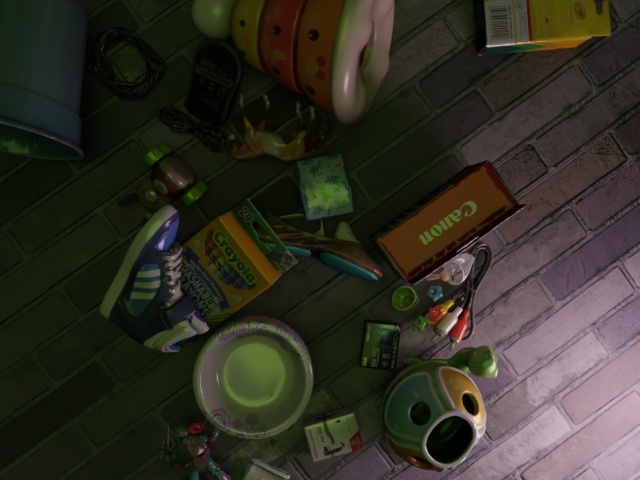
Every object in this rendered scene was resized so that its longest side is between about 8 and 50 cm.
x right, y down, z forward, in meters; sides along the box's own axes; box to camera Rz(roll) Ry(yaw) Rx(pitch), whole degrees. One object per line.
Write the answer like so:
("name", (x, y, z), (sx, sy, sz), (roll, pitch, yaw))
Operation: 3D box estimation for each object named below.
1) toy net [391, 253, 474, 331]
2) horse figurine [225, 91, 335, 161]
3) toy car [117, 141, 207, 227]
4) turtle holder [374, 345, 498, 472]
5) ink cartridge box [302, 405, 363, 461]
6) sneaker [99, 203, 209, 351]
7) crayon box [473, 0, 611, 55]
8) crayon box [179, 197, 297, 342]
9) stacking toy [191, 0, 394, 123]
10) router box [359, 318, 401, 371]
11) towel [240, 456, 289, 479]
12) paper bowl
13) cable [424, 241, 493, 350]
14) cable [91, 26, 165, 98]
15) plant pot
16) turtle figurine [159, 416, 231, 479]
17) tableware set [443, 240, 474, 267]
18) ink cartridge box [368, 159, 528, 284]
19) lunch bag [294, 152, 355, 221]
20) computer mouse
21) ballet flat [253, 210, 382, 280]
("toy net", (0.292, 0.118, 1.393), (0.232, 0.122, 0.045), (-42, 135, 12))
("horse figurine", (-0.102, -0.256, 1.348), (0.263, 0.066, 0.174), (11, 116, 4))
("toy car", (-0.400, -0.118, 1.357), (0.188, 0.149, 0.155), (-40, 103, 10))
("turtle holder", (0.302, 0.412, 1.343), (0.320, 0.227, 0.243), (-25, 98, -3))
("ink cartridge box", (0.031, 0.495, 1.427), (0.135, 0.056, 0.099), (-16, 93, -2))
("sneaker", (-0.332, 0.105, 1.268), (0.236, 0.130, 0.322), (32, 105, -4))
("crayon box", (0.553, -0.588, 1.407), (0.319, 0.081, 0.202), (-5, 92, -2))
("crayon box", (-0.244, 0.074, 1.341), (0.323, 0.083, 0.203), (-37, 93, 17))
("stacking toy", (-0.088, -0.488, 1.314), (0.480, 0.350, 0.350), (15, 91, 15))
("router box", (0.153, 0.269, 1.435), (0.092, 0.038, 0.122), (7, 91, -2))
("towel", (-0.160, 0.651, 1.440), (0.113, 0.023, 0.152), (26, 91, -2))
("paper bowl", (-0.160, 0.325, 1.368), (0.284, 0.148, 0.284), (0, 91, -3))
("cable", (0.378, 0.148, 1.423), (0.139, 0.072, 0.287), (34, 92, -5))
("cable", (-0.489, -0.441, 1.388), (0.184, 0.047, 0.150), (42, 95, -6))
("plant pot", (-0.684, -0.385, 1.253), (0.341, 0.341, 0.334), (8, 83, -3))
("turtle figurine", (-0.318, 0.526, 1.389), (0.175, 0.118, 0.234), (-21, 98, -2))
("tableware set", (0.315, -0.009, 1.443), (0.169, 0.020, 0.141), (34, 90, -3))
("ink cartridge box", (0.282, -0.043, 1.296), (0.309, 0.272, 0.130), (-36, 92, 1))
("lunch bag", (0.011, -0.125, 1.380), (0.129, 0.096, 0.151), (-12, 71, -2))
("computer mouse", (-0.268, -0.366, 1.349), (0.189, 0.072, 0.272), (29, 124, -6))
("ballet flat", (0.000, 0.000, 1.398), (0.343, 0.116, 0.124), (15, 73, 1))
